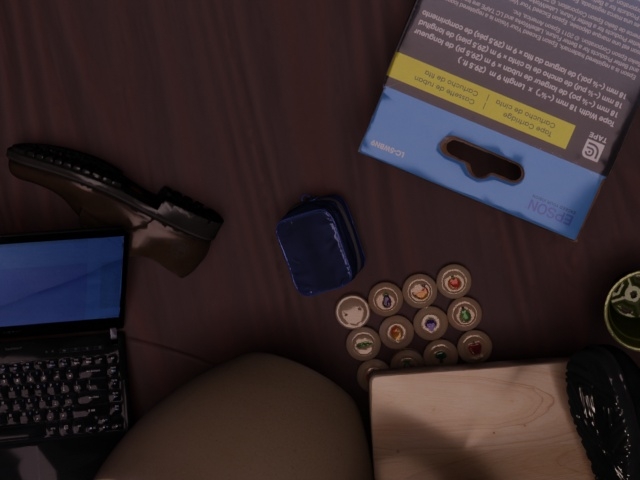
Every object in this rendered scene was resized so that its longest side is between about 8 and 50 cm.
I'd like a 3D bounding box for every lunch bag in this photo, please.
[{"bbox_3d":[0.000,0.000,1.714,0.067,0.065,0.098,-14,102,20],"label":"lunch bag"}]

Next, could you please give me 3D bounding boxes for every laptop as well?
[{"bbox_3d":[-0.300,0.131,1.677,0.234,0.136,0.264,-4,84,-13],"label":"laptop"}]

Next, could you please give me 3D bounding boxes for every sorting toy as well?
[{"bbox_3d":[0.180,0.242,1.738,0.257,0.089,0.255,-4,101,-3],"label":"sorting toy"}]

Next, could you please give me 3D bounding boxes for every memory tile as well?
[{"bbox_3d":[0.097,0.091,1.755,0.148,0.012,0.113,-16,100,5],"label":"memory tile"}]

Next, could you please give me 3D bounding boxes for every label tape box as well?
[{"bbox_3d":[0.206,-0.202,1.650,0.240,0.106,0.334,23,101,-3],"label":"label tape box"}]

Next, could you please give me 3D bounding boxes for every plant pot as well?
[{"bbox_3d":[0.323,0.063,1.711,0.083,0.079,0.083,0,101,0],"label":"plant pot"},{"bbox_3d":[-0.059,0.225,1.678,0.284,0.284,0.191,29,68,-4],"label":"plant pot"}]

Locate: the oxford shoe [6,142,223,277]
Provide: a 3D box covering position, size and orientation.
[{"bbox_3d":[-0.221,-0.027,1.705,0.227,0.083,0.096,26,103,-3],"label":"oxford shoe"}]

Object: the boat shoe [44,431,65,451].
[{"bbox_3d":[-0.271,0.234,1.775,0.125,0.046,0.038,43,94,-15],"label":"boat shoe"}]

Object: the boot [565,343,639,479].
[{"bbox_3d":[0.360,0.165,1.658,0.207,0.094,0.246,-29,118,-18],"label":"boot"}]
